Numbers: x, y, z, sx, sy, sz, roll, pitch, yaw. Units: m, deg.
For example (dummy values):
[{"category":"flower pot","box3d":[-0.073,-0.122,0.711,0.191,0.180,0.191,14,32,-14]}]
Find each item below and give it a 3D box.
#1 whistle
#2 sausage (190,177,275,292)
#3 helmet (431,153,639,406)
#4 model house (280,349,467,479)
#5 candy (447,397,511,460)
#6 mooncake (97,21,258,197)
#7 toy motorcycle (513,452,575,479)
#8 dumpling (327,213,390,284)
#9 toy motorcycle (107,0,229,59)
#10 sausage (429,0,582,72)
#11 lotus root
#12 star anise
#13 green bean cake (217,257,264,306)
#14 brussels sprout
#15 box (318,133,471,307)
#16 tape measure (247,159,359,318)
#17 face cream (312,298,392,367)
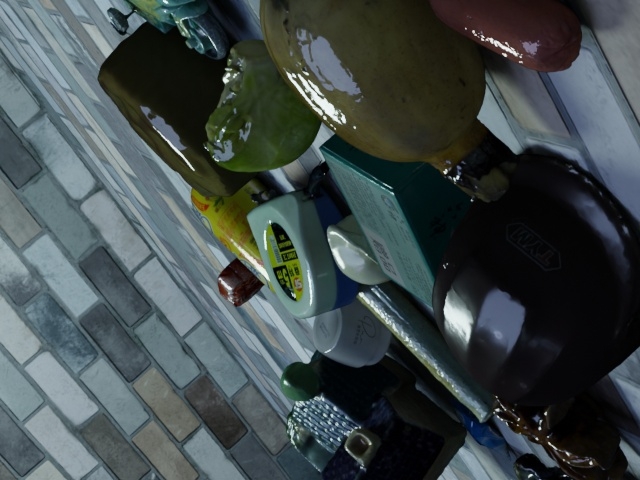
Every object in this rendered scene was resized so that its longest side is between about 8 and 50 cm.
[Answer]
[{"category":"whistle","box3d":[0.157,0.149,2.050,0.326,0.057,0.068,46,162,10]},{"category":"sausage","box3d":[-0.101,-0.017,2.253,0.347,0.123,0.123,43,165,19]},{"category":"helmet","box3d":[0.213,0.058,1.383,0.225,0.177,0.305,43,167,29]},{"category":"model house","box3d":[0.062,0.324,2.279,0.298,0.243,0.284,35,-175,17]},{"category":"candy","box3d":[0.267,0.318,2.213,0.136,0.038,0.088,47,173,-38]},{"category":"mooncake","box3d":[-0.194,-0.191,1.958,0.284,0.155,0.284,44,174,6]},{"category":"toy motorcycle","box3d":[0.367,0.404,1.947,0.207,0.134,0.401,59,163,-15]},{"category":"dumpling","box3d":[0.087,0.020,1.833,0.134,0.100,0.169,23,157,29]},{"category":"toy motorcycle","box3d":[-0.242,-0.360,1.788,0.296,0.109,0.198,37,161,34]},{"category":"sausage","box3d":[0.154,-0.189,1.116,0.154,0.062,0.062,37,162,40]},{"category":"lotus root","box3d":[0.072,-0.158,1.265,0.310,0.183,0.183,47,168,-18]},{"category":"star anise","box3d":[0.318,0.240,1.736,0.220,0.099,0.214,38,178,20]},{"category":"green bean cake","box3d":[-0.132,0.060,2.534,0.056,0.135,0.136,42,166,11]},{"category":"brussels sprout","box3d":[-0.072,-0.169,1.723,0.183,0.145,0.131,-65,29,32]},{"category":"box","box3d":[0.114,-0.032,1.616,0.153,0.092,0.245,36,161,44]},{"category":"tape measure","box3d":[0.000,0.000,1.992,0.215,0.098,0.351,71,160,0]},{"category":"face cream","box3d":[0.053,0.151,2.213,0.104,0.117,0.117,13,-173,-32]}]
